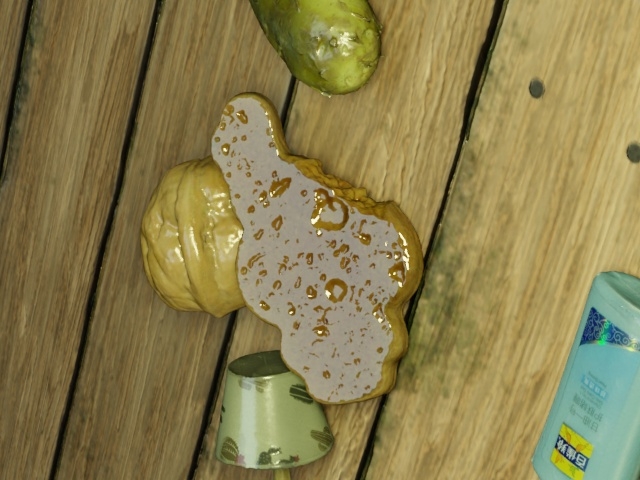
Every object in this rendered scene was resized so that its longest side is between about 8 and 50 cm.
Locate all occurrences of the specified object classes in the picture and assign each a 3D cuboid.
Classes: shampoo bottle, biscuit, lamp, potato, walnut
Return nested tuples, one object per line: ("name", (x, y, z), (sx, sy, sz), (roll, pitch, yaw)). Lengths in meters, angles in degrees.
("shampoo bottle", (0.235, 0.160, 1.610), (0.104, 0.061, 0.258), (40, 125, 42))
("biscuit", (-0.008, 0.002, 1.847), (0.183, 0.047, 0.320), (-39, 80, 19))
("lamp", (-0.045, 0.223, 1.926), (0.121, 0.121, 0.214), (17, 117, 49))
("potato", (-0.013, -0.222, 1.844), (0.225, 0.090, 0.117), (50, 137, 44))
("walnut", (-0.109, -0.004, 1.960), (0.166, 0.149, 0.166), (0, 90, 18))
